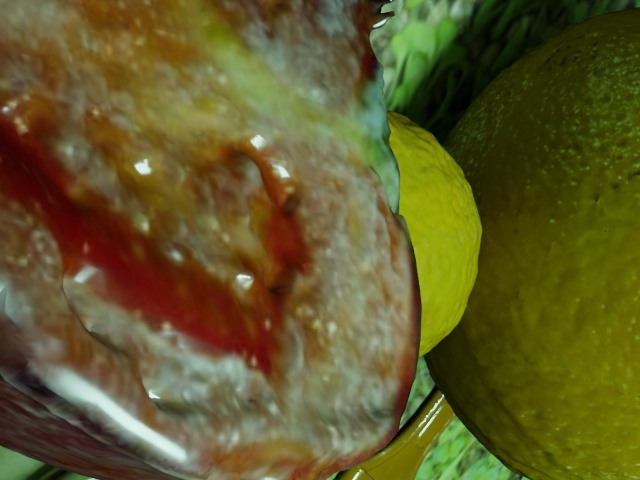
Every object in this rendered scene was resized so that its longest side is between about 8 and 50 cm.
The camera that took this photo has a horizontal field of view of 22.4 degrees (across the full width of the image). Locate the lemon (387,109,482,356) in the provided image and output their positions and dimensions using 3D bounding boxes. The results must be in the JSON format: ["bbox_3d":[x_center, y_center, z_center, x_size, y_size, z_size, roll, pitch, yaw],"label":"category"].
[{"bbox_3d":[0.000,0.000,0.768,0.187,0.142,0.142,2,116,-52],"label":"lemon"}]

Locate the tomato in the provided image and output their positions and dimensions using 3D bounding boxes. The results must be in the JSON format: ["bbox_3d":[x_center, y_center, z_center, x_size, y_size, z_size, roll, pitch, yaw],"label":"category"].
[{"bbox_3d":[-0.111,-0.034,0.568,0.170,0.309,0.309,-31,162,37],"label":"tomato"}]

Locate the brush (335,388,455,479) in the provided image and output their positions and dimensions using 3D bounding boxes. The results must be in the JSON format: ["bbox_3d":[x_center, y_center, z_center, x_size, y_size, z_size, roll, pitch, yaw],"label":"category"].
[{"bbox_3d":[0.085,0.106,1.067,0.314,0.017,0.090,-51,145,-8],"label":"brush"}]

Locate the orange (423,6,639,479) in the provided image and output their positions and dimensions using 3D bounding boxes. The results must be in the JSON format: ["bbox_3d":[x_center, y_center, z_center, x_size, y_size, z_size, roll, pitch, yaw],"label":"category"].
[{"bbox_3d":[0.181,0.010,0.890,0.274,0.274,0.274,-30,138,-32],"label":"orange"}]

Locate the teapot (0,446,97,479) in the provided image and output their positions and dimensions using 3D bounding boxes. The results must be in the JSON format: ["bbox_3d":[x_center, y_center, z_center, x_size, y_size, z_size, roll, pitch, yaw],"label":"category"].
[{"bbox_3d":[-0.128,0.120,0.677,0.269,0.182,0.173,-40,143,-19],"label":"teapot"}]
